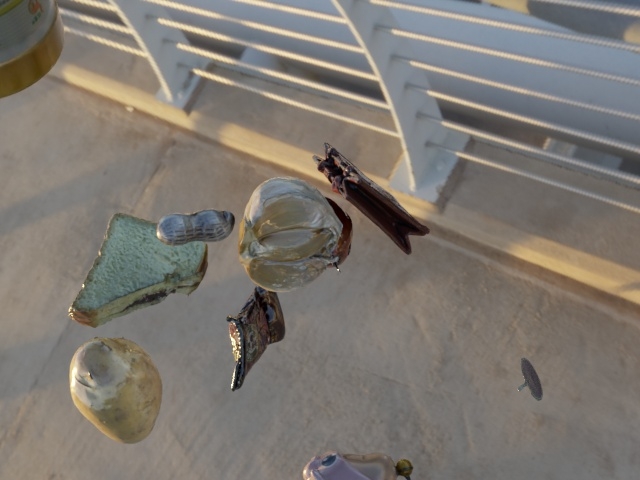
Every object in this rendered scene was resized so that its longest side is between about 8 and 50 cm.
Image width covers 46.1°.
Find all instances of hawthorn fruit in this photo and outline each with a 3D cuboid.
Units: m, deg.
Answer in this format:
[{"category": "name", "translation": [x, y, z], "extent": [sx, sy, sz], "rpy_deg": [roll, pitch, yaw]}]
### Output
[{"category": "hawthorn fruit", "translation": [0.000, 0.000, 1.832], "extent": [0.181, 0.181, 0.235], "rpy_deg": [-41, 57, 11]}]

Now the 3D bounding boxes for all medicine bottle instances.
[{"category": "medicine bottle", "translation": [-0.489, -0.343, 1.008], "extent": [0.238, 0.231, 0.237], "rpy_deg": [1, 56, -2]}]

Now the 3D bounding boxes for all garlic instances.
[{"category": "garlic", "translation": [-0.061, -0.021, 1.349], "extent": [0.142, 0.178, 0.229], "rpy_deg": [-107, 21, -55]}]

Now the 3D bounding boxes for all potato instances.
[{"category": "potato", "translation": [-0.360, 0.265, 1.359], "extent": [0.161, 0.234, 0.128], "rpy_deg": [-21, 30, 17]}]

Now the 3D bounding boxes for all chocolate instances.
[{"category": "chocolate", "translation": [-0.254, -0.027, 1.539], "extent": [0.072, 0.167, 0.072], "rpy_deg": [22, 116, 56]}]

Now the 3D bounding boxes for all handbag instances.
[{"category": "handbag", "translation": [0.119, -0.108, 1.834], "extent": [0.084, 0.276, 0.260], "rpy_deg": [-48, 34, 9]}]

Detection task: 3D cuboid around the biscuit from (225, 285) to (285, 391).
[{"category": "biscuit", "translation": [-0.140, 0.190, 1.557], "extent": [0.063, 0.235, 0.151], "rpy_deg": [-4, 109, 18]}]

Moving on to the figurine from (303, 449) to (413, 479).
[{"category": "figurine", "translation": [0.101, 0.481, 1.369], "extent": [0.287, 0.176, 0.186], "rpy_deg": [36, 67, 12]}]

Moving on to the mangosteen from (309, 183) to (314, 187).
[{"category": "mangosteen", "translation": [-0.056, -0.096, 2.127], "extent": [0.146, 0.181, 0.155], "rpy_deg": [-22, 85, 20]}]

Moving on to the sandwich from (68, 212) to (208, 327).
[{"category": "sandwich", "translation": [-0.405, 0.087, 1.721], "extent": [0.099, 0.254, 0.288], "rpy_deg": [122, 167, -54]}]

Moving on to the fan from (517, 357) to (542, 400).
[{"category": "fan", "translation": [0.389, 0.264, 1.410], "extent": [0.005, 0.133, 0.085], "rpy_deg": [-28, 79, 28]}]
